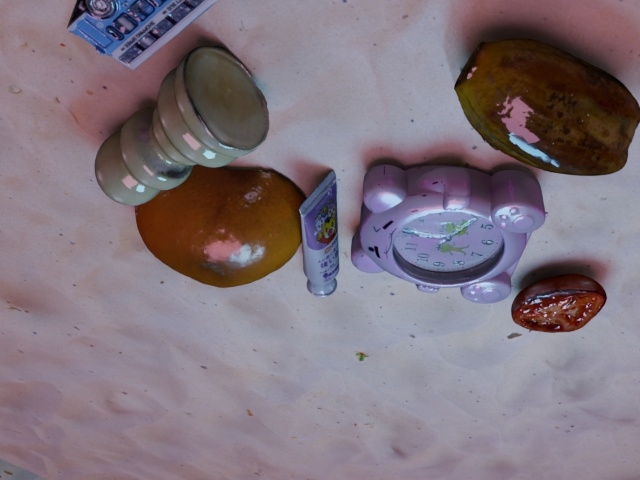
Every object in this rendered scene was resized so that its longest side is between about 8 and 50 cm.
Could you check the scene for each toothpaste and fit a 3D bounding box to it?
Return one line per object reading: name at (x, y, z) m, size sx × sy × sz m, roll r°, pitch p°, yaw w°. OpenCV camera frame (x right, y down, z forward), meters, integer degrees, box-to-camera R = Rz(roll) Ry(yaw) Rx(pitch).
toothpaste at (0.000, 0.000, 1.493) m, size 0.073 × 0.114 × 0.299 m, roll 29°, pitch 148°, yaw 22°

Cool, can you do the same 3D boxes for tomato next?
tomato at (0.480, 0.116, 1.577) m, size 0.174 × 0.082 × 0.166 m, roll 6°, pitch 143°, yaw -7°

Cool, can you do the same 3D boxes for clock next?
clock at (0.227, -0.018, 1.431) m, size 0.322 × 0.113 × 0.295 m, roll 8°, pitch 139°, yaw -1°

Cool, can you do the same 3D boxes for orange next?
orange at (-0.184, -0.031, 1.477) m, size 0.310 × 0.274 × 0.274 m, roll -15°, pitch 145°, yaw -25°

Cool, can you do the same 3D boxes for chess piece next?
chess piece at (-0.256, -0.166, 1.282) m, size 0.330 × 0.182 × 0.182 m, roll -25°, pitch 130°, yaw 37°

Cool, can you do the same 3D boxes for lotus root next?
lotus root at (0.335, -0.205, 1.180) m, size 0.291 × 0.193 × 0.193 m, roll 19°, pitch 137°, yaw -19°

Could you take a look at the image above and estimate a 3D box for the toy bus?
toy bus at (-0.220, -0.373, 1.086) m, size 0.297 × 0.106 × 0.131 m, roll -29°, pitch 132°, yaw 31°
